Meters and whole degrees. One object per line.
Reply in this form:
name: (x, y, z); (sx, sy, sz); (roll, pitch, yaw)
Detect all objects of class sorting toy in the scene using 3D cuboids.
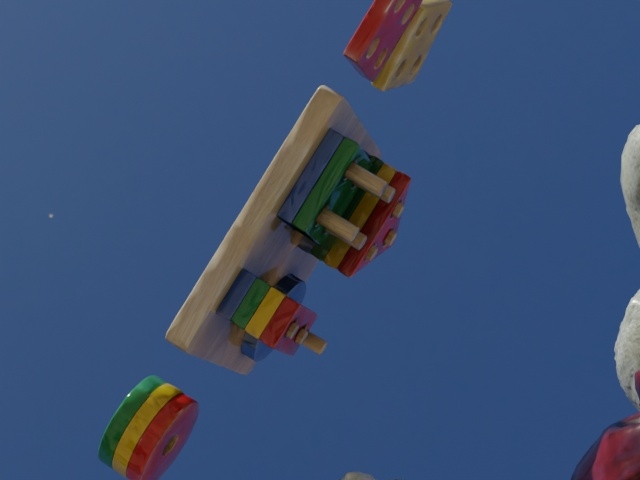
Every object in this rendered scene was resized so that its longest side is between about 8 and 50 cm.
sorting toy: (0.000, 0.000, 0.817); (0.046, 0.132, 0.274); (31, -93, 13)

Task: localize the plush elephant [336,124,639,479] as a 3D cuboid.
plush elephant: (0.169, 0.075, 0.634); (0.272, 0.330, 0.255); (-22, -46, -26)
